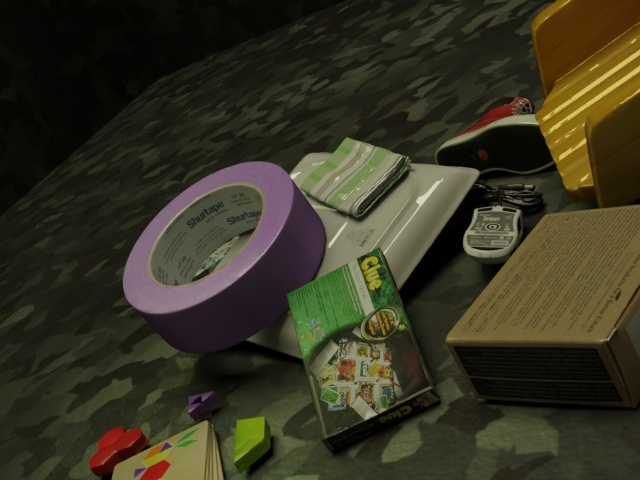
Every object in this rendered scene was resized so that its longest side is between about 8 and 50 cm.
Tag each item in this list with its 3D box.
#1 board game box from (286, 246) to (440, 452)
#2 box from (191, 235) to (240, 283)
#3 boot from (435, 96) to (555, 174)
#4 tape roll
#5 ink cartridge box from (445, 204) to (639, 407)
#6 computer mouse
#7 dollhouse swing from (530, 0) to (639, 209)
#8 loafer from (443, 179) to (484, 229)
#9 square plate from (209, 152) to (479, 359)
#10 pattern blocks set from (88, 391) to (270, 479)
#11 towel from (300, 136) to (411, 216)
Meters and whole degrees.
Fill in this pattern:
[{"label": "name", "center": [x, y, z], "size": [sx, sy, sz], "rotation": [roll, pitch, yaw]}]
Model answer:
[{"label": "board game box", "center": [0.043, 0.119, 1.267], "size": [0.136, 0.030, 0.260], "rotation": [-28, 36, 9]}, {"label": "box", "center": [-0.188, 0.039, 1.850], "size": [0.137, 0.027, 0.094], "rotation": [-35, 23, -15]}, {"label": "boot", "center": [0.305, -0.173, 1.618], "size": [0.176, 0.088, 0.244], "rotation": [-41, 20, -32]}, {"label": "tape roll", "center": [-0.133, 0.019, 1.484], "size": [0.274, 0.090, 0.275], "rotation": [-24, 37, 20]}, {"label": "ink cartridge box", "center": [0.271, 0.061, 1.110], "size": [0.193, 0.088, 0.234], "rotation": [-4, 32, 47]}, {"label": "computer mouse", "center": [0.225, -0.017, 1.404], "size": [0.106, 0.042, 0.193], "rotation": [4, 32, 18]}, {"label": "dollhouse swing", "center": [0.332, -0.283, 1.277], "size": [0.315, 0.305, 0.347], "rotation": [-35, 27, 19]}, {"label": "loafer", "center": [0.108, -0.045, 1.568], "size": [0.267, 0.084, 0.096], "rotation": [-20, 22, 30]}, {"label": "square plate", "center": [0.000, 0.000, 1.511], "size": [0.344, 0.049, 0.347], "rotation": [11, 56, 48]}, {"label": "pattern blocks set", "center": [-0.184, 0.286, 1.273], "size": [0.285, 0.026, 0.325], "rotation": [-24, 21, 15]}, {"label": "towel", "center": [0.045, -0.092, 1.515], "size": [0.113, 0.023, 0.152], "rotation": [-45, 35, -12]}]
